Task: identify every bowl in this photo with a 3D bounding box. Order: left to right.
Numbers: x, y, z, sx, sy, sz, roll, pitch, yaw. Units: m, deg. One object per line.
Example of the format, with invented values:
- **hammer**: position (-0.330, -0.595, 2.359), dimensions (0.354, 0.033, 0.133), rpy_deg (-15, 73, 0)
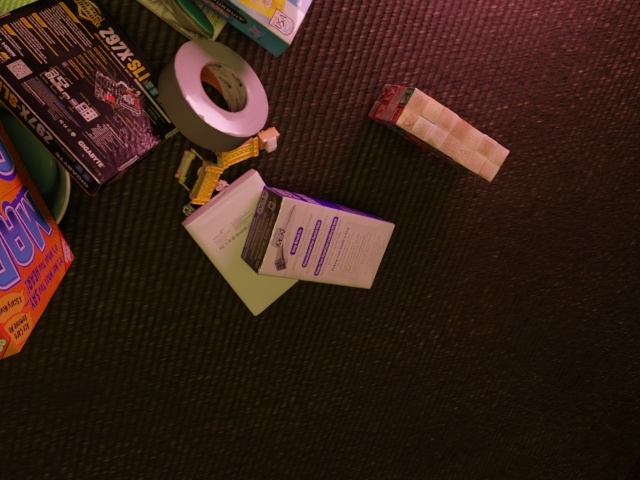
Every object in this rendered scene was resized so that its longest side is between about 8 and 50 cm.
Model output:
- **bowl**: position (-0.645, -0.141, 0.960), dimensions (0.311, 0.163, 0.312), rpy_deg (-5, 109, -14)

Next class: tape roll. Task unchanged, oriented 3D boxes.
- **tape roll**: position (-0.215, -0.296, 1.001), dimensions (0.072, 0.219, 0.219), rpy_deg (-24, 123, 41)

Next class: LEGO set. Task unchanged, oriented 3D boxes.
- **LEGO set**: position (-0.233, -0.181, 1.117), dimensions (0.287, 0.107, 0.132), rpy_deg (-50, 149, 0)

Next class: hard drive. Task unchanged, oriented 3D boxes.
- **hard drive**: position (-0.160, 0.012, 1.165), dimensions (0.203, 0.040, 0.308), rpy_deg (-40, 126, -14)

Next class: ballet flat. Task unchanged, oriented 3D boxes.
- **ballet flat**: position (-0.303, -0.481, 0.971), dimensions (0.068, 0.072, 0.213), rpy_deg (-30, 116, 26)

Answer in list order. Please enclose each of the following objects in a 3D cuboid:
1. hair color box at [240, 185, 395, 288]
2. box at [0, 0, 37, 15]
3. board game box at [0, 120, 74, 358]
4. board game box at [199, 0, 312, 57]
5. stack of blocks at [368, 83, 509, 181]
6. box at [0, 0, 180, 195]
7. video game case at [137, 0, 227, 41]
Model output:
- **hair color box**: position (0.000, 0.000, 1.174), dimensions (0.338, 0.110, 0.185), rpy_deg (11, 104, -38)
- **box**: position (-0.655, -0.534, 0.878), dimensions (0.322, 0.058, 0.232), rpy_deg (23, 101, -20)
- **board game box**: position (-0.657, -0.001, 0.722), dimensions (0.356, 0.356, 0.357), rpy_deg (-20, 113, -7)
- **board game box**: position (-0.158, -0.568, 0.945), dimensions (0.336, 0.079, 0.254), rpy_deg (29, 78, -23)
- **stack of blocks**: position (0.281, -0.258, 1.173), dimensions (0.297, 0.171, 0.087), rpy_deg (25, 101, -23)
- **box**: position (-0.434, -0.284, 0.910), dimensions (0.322, 0.079, 0.257), rpy_deg (50, 51, -15)
- **video game case**: position (-0.259, -0.539, 1.004), dimensions (0.193, 0.023, 0.212), rpy_deg (32, 97, -23)
